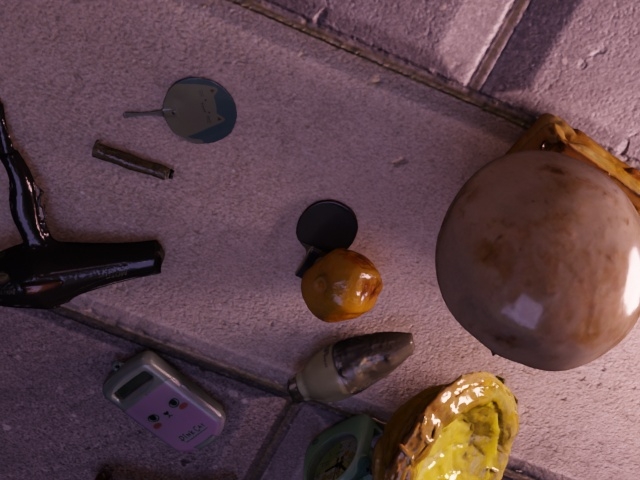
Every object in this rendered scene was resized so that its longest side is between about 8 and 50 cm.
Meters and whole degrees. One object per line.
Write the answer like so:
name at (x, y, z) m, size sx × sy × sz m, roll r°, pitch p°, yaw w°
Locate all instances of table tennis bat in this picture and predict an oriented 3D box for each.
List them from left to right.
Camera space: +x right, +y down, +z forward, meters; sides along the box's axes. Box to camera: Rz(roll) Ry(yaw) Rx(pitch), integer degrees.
table tennis bat at (0.000, 0.000, 1.627) m, size 0.095 × 0.014 × 0.158 m, roll 23°, pitch 122°, yaw -11°

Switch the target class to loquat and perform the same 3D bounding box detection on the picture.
loquat at (0.037, 0.075, 1.612) m, size 0.137 × 0.113 × 0.137 m, roll -21°, pitch 147°, yaw -15°

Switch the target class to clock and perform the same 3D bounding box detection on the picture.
clock at (0.036, 0.407, 1.800) m, size 0.148 × 0.189 × 0.060 m, roll -30°, pitch 116°, yaw 27°

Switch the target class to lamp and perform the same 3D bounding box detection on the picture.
lamp at (0.051, 0.215, 1.720) m, size 0.250 × 0.101 × 0.101 m, roll -24°, pitch 119°, yaw 19°

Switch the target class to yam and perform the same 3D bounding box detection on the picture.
yam at (-0.289, -0.123, 1.568) m, size 0.129 × 0.027 × 0.033 m, roll 17°, pitch 126°, yaw -6°

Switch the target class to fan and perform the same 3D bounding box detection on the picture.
fan at (-0.213, -0.193, 1.522) m, size 0.175 × 0.005 × 0.113 m, roll -3°, pitch 125°, yaw 7°

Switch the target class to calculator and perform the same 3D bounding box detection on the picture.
calculator at (-0.286, 0.295, 1.847) m, size 0.141 × 0.045 × 0.246 m, roll -36°, pitch 113°, yaw 26°

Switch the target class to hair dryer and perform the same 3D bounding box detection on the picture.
hair dryer at (-0.429, -0.059, 1.601) m, size 0.303 × 0.120 × 0.360 m, roll -10°, pitch 115°, yaw 3°

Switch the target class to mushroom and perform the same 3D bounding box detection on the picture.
mushroom at (0.281, 0.032, 1.375) m, size 0.297 × 0.298 × 0.290 m, roll 25°, pitch 160°, yaw -11°

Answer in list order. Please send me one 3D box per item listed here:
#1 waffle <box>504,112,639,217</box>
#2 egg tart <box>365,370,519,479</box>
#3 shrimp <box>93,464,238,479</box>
waffle at (0.398, -0.024, 1.518) m, size 0.327 × 0.098 × 0.224 m, roll 30°, pitch 124°, yaw -16°
egg tart at (0.198, 0.358, 1.726) m, size 0.132 × 0.345 × 0.345 m, roll 32°, pitch 137°, yaw 39°
shrimp at (-0.250, 0.549, 1.958) m, size 0.410 × 0.166 × 0.222 m, roll 16°, pitch 98°, yaw -11°
